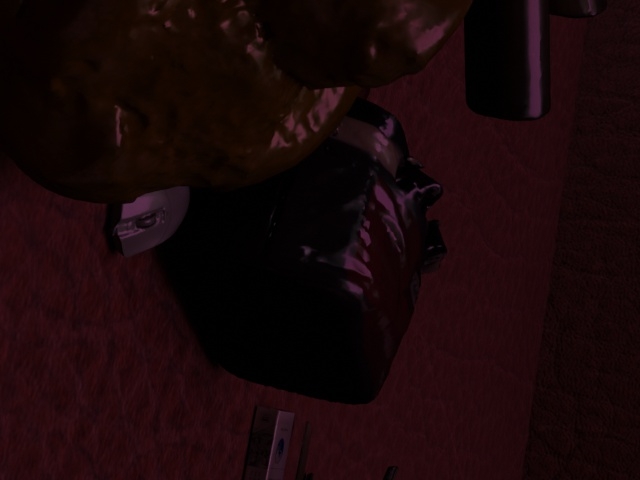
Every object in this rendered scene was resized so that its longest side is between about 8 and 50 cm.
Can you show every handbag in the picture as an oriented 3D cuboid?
[{"bbox_3d":[0.000,0.000,1.366,0.254,0.181,0.181,74,30,-61],"label":"handbag"}]

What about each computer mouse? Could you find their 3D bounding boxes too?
[{"bbox_3d":[-0.113,-0.023,1.217,0.110,0.032,0.056,-50,144,-62],"label":"computer mouse"}]

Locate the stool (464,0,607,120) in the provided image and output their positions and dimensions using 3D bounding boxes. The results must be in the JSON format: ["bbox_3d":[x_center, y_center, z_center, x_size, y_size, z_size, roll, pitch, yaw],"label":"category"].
[{"bbox_3d":[0.075,-0.251,1.265,0.310,0.310,0.226,-54,151,-57],"label":"stool"}]

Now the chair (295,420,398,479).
[{"bbox_3d":[-0.011,0.286,1.650,0.095,0.104,0.222,47,43,-38],"label":"chair"}]

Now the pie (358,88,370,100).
[{"bbox_3d":[0.017,-0.147,1.605,0.154,0.036,0.154,8,90,-75],"label":"pie"}]

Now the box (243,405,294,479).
[{"bbox_3d":[-0.047,0.191,1.578,0.054,0.024,0.083,27,73,-72],"label":"box"}]

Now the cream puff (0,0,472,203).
[{"bbox_3d":[-0.038,-0.155,0.994,0.274,0.269,0.323,86,20,-52],"label":"cream puff"}]
